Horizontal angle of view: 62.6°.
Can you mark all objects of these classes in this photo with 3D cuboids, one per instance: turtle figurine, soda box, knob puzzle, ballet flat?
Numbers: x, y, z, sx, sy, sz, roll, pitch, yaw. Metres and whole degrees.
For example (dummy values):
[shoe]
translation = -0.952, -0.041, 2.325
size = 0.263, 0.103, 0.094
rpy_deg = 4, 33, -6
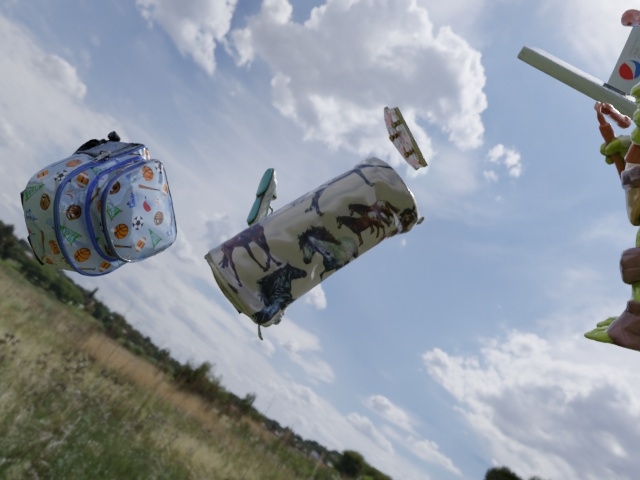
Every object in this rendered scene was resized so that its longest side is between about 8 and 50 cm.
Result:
[turtle figurine]
translation = 0.249, -0.034, 0.389
size = 0.087, 0.217, 0.269
rpy_deg = 5, 4, 22
[soda box]
translation = 0.743, -0.421, 1.250
size = 0.069, 0.216, 0.074
rpy_deg = 26, 3, 24
[knob puzzle]
translation = 0.212, -0.270, 1.425
size = 0.213, 0.030, 0.213
rpy_deg = 60, -1, 2
[ballet flat]
translation = -0.134, -0.097, 1.287
size = 0.052, 0.168, 0.057
rpy_deg = 32, -26, -30

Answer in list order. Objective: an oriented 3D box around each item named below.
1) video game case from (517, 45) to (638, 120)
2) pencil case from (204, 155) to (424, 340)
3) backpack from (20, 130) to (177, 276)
[video game case]
translation = 0.391, -0.238, 0.785
size = 0.190, 0.173, 0.022
rpy_deg = 35, -60, 12
[pencil case]
translation = 0.000, 0.000, 0.993
size = 0.184, 0.410, 0.160
rpy_deg = 61, -12, -15
[backpack]
translation = -0.429, -0.053, 1.039
size = 0.213, 0.263, 0.277
rpy_deg = 6, -64, 34
